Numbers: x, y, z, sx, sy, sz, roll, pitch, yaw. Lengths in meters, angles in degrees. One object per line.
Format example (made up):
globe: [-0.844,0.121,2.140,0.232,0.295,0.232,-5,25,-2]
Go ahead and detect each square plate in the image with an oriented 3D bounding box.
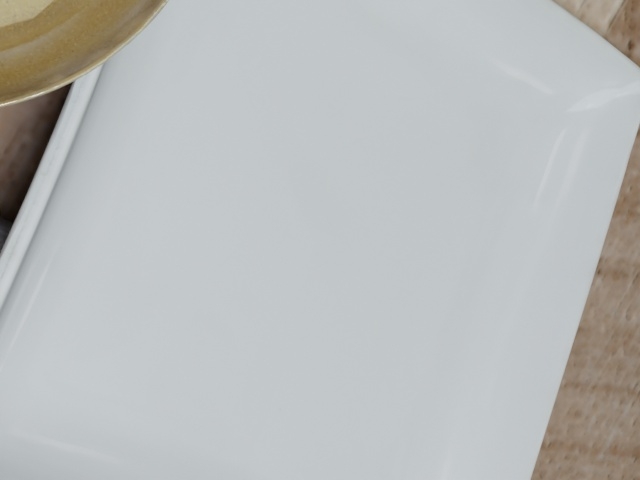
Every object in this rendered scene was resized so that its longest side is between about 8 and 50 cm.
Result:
square plate: [0.000,0.000,0.923,0.347,0.049,0.344,30,73,-38]

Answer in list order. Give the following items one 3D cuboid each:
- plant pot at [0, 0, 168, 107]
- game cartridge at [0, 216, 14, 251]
plant pot: [-0.156,-0.169,0.769,0.236,0.032,0.236,-3,99,-17]
game cartridge: [-0.185,0.079,0.862,0.294,0.060,0.196,21,89,-38]
